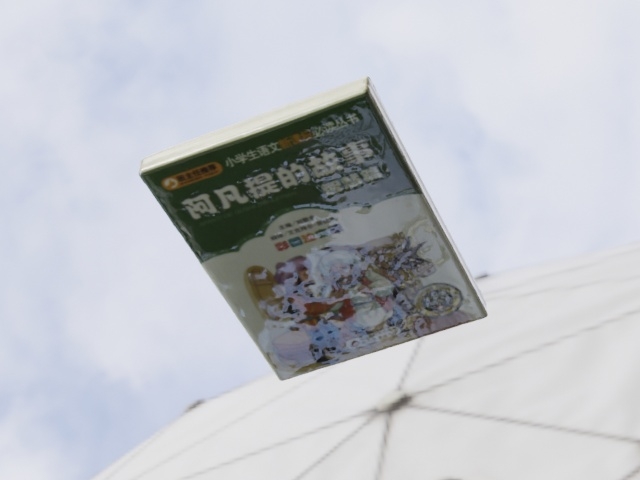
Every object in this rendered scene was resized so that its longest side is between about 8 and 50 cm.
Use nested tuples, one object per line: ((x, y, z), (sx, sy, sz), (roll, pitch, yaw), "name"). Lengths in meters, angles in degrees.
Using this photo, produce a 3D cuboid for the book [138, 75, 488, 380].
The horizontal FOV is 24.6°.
((0.000, 0.000, 1.220), (0.027, 0.202, 0.264), (-88, -25, -49), "book")
